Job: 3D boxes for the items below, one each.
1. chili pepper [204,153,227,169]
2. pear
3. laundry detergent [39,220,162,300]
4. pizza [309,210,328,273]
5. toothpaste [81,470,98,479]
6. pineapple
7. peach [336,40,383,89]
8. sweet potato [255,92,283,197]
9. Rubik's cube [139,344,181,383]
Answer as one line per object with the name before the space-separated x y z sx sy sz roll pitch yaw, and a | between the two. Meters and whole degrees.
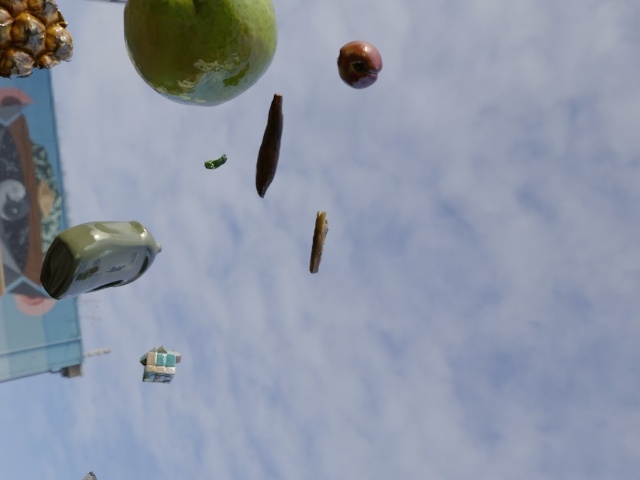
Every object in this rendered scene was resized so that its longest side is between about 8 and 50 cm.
chili pepper | -0.360 -0.268 2.258 0.034 0.091 0.030 58 -21 17
pear | -0.279 -0.512 1.541 0.391 0.391 0.391 7 -80 45
laundry detergent | -0.429 0.036 1.337 0.091 0.253 0.181 44 -62 21
pizza | 0.000 0.000 1.867 0.036 0.176 0.184 10 -81 6
toothpaste | -0.472 0.486 1.173 0.045 0.170 0.028 28 -29 46
pineapple | -0.633 -0.423 1.107 0.344 0.209 0.286 6 -59 20
peach | 0.078 -0.358 1.328 0.101 0.101 0.100 7 -80 45
sweet potato | -0.122 -0.226 1.586 0.057 0.057 0.264 30 -63 40
Rubik's cube | -0.342 0.260 1.389 0.084 0.075 0.073 -36 -133 42
